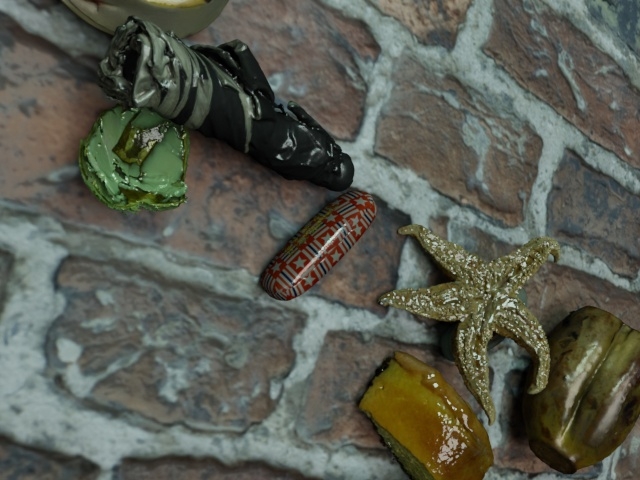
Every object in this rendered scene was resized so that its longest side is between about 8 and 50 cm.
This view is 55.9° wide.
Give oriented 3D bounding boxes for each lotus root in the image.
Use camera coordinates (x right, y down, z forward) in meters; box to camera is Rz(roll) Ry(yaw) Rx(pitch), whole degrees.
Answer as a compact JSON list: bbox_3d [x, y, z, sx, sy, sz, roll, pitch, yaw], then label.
[{"bbox_3d":[0.450,0.250,1.033,0.193,0.193,0.291,40,76,-27],"label":"lotus root"}]

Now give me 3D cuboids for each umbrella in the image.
[{"bbox_3d":[-0.077,-0.143,0.693,0.358,0.113,0.106,20,90,-48],"label":"umbrella"}]

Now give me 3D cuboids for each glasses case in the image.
[{"bbox_3d":[0.000,0.000,0.795,0.194,0.073,0.049,-46,120,-22],"label":"glasses case"}]

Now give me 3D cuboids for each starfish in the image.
[{"bbox_3d":[0.228,0.099,0.914,0.303,0.060,0.299,27,82,-2],"label":"starfish"}]

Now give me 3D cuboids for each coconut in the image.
[{"bbox_3d":[-0.201,-0.093,0.671,0.158,0.055,0.133,-50,123,-35],"label":"coconut"}]

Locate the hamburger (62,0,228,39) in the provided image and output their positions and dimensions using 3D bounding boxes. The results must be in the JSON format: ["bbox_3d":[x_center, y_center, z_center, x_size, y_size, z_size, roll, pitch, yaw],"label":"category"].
[{"bbox_3d":[-0.165,-0.355,0.633,0.227,0.151,0.295,42,67,-33],"label":"hamburger"}]

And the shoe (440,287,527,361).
[{"bbox_3d":[0.284,0.138,0.979,0.195,0.078,0.079,-27,106,-24],"label":"shoe"}]

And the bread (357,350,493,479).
[{"bbox_3d":[0.176,0.293,0.887,0.129,0.134,0.260,-43,113,-21],"label":"bread"}]
